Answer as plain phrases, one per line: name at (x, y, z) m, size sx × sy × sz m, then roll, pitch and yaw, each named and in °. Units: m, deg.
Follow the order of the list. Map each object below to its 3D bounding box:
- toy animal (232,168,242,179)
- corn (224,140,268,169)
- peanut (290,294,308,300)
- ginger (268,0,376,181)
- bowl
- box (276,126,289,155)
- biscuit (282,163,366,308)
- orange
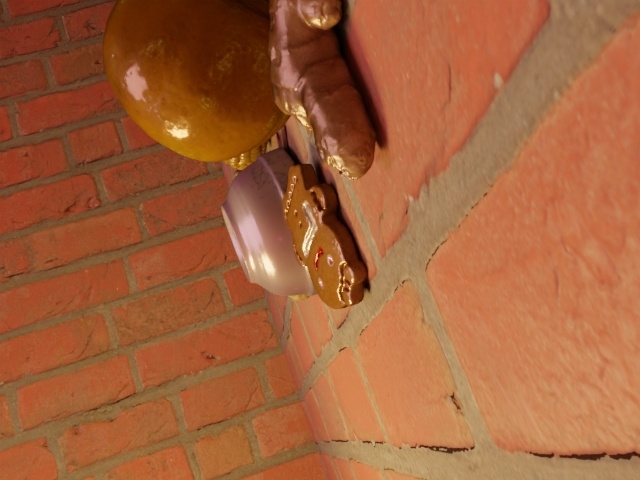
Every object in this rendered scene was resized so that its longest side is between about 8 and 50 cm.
toy animal at (-0.117, -0.075, 1.517) m, size 0.101 × 0.103 × 0.219 m, roll -21°, pitch 82°, yaw 57°
corn at (-0.168, -0.270, 1.314) m, size 0.363 × 0.120 × 0.120 m, roll 89°, pitch 161°, yaw -58°
peanut at (-0.054, 0.090, 1.445) m, size 0.187 × 0.082 × 0.082 m, roll 175°, pitch 77°, yaw -80°
ginger at (-0.024, -0.222, 0.697) m, size 0.148 × 0.081 × 0.334 m, roll -163°, pitch 55°, yaw -73°
bowl at (-0.093, -0.017, 1.244) m, size 0.287 × 0.143 × 0.287 m, roll 159°, pitch 90°, yaw -79°
box at (-0.074, -0.194, 1.232) m, size 0.083 × 0.012 × 0.046 m, roll 82°, pitch 167°, yaw -50°
biscuit at (-0.003, 0.001, 1.006) m, size 0.249 × 0.035 × 0.184 m, roll 64°, pitch 154°, yaw 27°
orange at (-0.158, -0.248, 0.910) m, size 0.279 × 0.235 × 0.279 m, roll 36°, pitch -155°, yaw -19°
